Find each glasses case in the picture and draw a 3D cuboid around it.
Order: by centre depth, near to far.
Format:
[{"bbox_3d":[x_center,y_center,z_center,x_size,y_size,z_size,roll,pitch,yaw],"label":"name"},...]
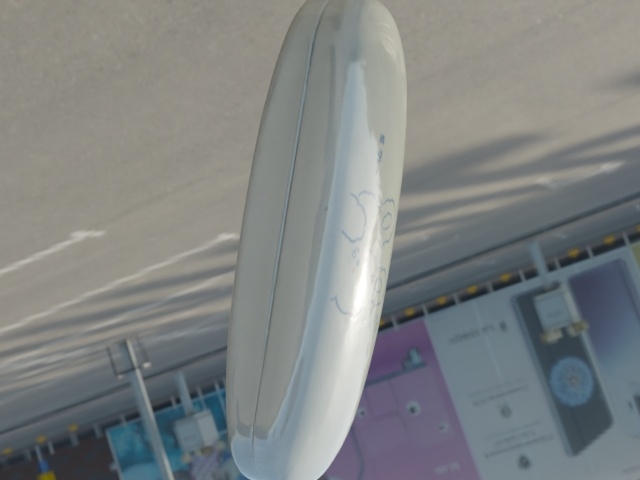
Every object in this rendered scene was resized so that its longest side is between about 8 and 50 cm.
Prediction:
[{"bbox_3d":[0.000,0.000,0.461,0.059,0.234,0.092,10,179,21],"label":"glasses case"}]
